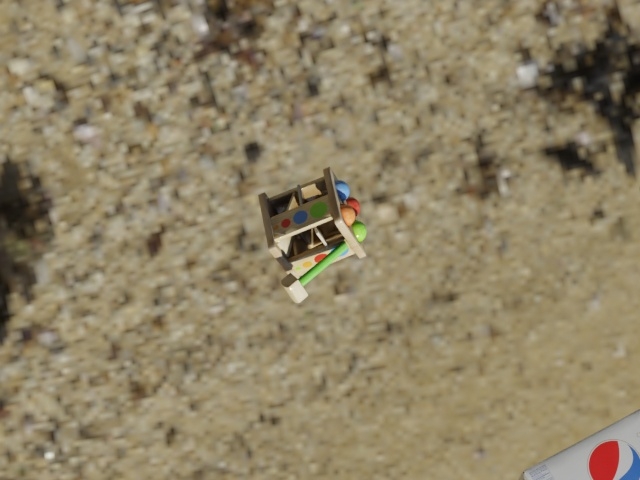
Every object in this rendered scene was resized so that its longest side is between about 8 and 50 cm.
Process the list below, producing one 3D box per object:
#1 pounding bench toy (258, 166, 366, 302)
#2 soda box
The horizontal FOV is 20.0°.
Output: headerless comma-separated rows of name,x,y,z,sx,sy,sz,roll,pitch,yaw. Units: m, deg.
pounding bench toy,0.000,0.000,1.319,0.052,0.065,0.083,54,19,-51
soda box,0.283,0.193,1.622,0.216,0.074,0.069,-26,73,-11
